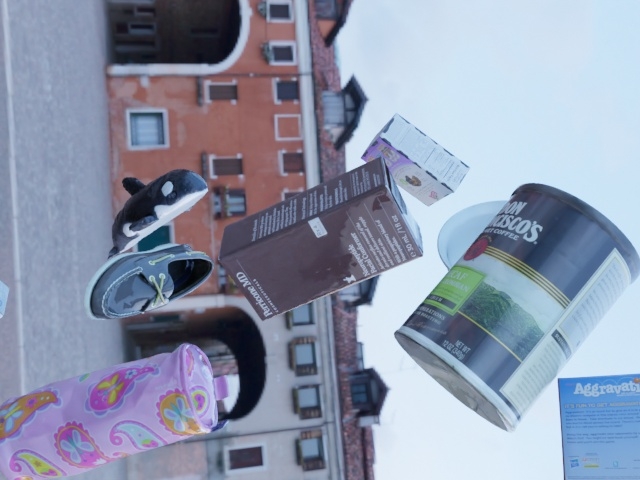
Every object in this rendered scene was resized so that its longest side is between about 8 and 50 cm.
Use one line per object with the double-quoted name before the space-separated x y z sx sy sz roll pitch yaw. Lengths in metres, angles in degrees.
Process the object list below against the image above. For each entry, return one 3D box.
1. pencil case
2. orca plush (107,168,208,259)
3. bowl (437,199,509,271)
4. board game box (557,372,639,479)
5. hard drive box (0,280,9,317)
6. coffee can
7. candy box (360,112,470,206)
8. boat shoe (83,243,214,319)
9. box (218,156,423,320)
"pencil case" -0.264 0.219 0.867 0.124 0.284 0.124 -19 90 -83
"orca plush" -0.313 -0.071 1.231 0.287 0.151 0.102 -29 -88 54
"bowl" 0.392 0.053 1.425 0.297 0.298 0.134 -111 -170 -51
"board game box" 0.427 0.219 0.795 0.027 0.282 0.145 58 33 -42
"hard drive box" -0.719 0.082 1.233 0.232 0.181 0.089 58 6 -37
"coffee can" 0.264 0.089 0.929 0.202 0.275 0.201 40 -10 9
"candy box" 0.201 -0.168 1.481 0.070 0.196 0.165 -56 -176 -13
"boat shoe" -0.230 0.054 0.944 0.228 0.069 0.081 -34 131 -63
"box" 0.000 0.000 1.428 0.191 0.382 0.143 58 18 -29
